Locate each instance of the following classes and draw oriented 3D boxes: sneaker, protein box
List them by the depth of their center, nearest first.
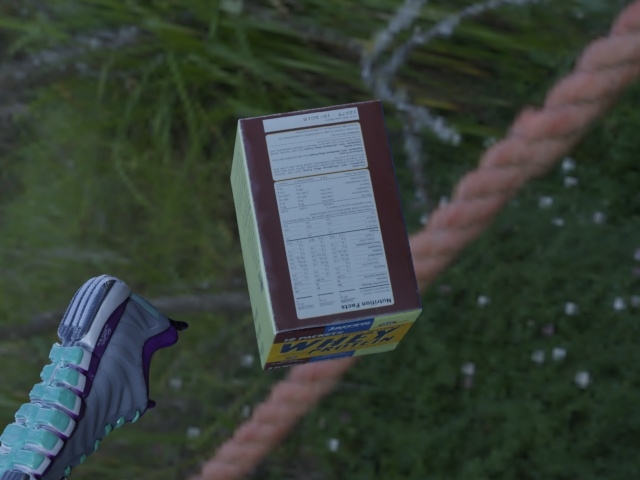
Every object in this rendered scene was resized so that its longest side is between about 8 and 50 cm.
[{"bbox_3d":[-0.182,0.144,1.305,0.083,0.098,0.223,7,69,62],"label":"sneaker"},{"bbox_3d":[0.000,0.000,1.559,0.200,0.136,0.201,111,150,-75],"label":"protein box"}]
